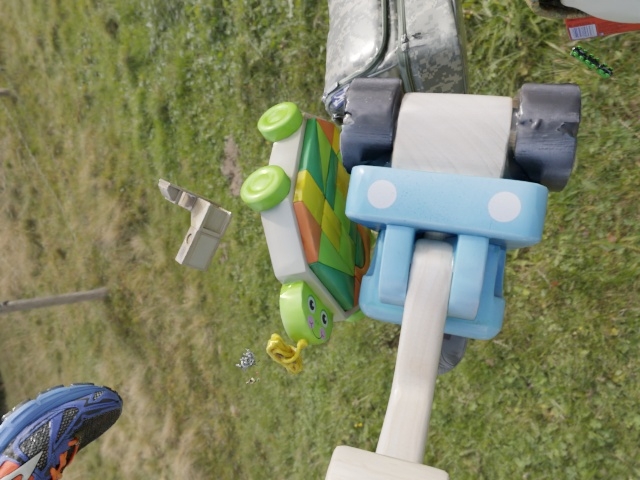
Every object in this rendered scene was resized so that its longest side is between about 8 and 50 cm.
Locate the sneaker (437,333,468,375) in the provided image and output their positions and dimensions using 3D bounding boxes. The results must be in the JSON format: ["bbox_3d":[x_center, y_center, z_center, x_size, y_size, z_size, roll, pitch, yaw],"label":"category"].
[{"bbox_3d":[0.199,0.112,0.759,0.083,0.118,0.221,21,129,7],"label":"sneaker"}]

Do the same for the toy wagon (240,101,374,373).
[{"bbox_3d":[0.000,0.000,0.617,0.068,0.267,0.344,-14,46,23],"label":"toy wagon"}]

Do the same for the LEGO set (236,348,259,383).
[{"bbox_3d":[-0.163,0.289,1.121,0.083,0.054,0.023,55,157,21],"label":"LEGO set"}]

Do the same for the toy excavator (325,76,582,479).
[{"bbox_3d":[0.115,0.055,0.495,0.223,0.433,0.444,7,90,14],"label":"toy excavator"}]

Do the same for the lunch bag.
[{"bbox_3d":[0.134,-0.368,0.904,0.256,0.212,0.304,-7,67,21],"label":"lunch bag"}]

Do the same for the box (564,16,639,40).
[{"bbox_3d":[0.484,-0.390,0.675,0.257,0.128,0.122,5,70,39],"label":"box"}]

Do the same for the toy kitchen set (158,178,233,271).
[{"bbox_3d":[-0.159,-0.020,0.545,0.083,0.068,0.075,25,90,48],"label":"toy kitchen set"}]

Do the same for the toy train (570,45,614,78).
[{"bbox_3d":[0.470,-0.309,0.840,0.083,0.023,0.017,33,96,-2],"label":"toy train"}]

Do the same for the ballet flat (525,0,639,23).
[{"bbox_3d":[0.345,-0.236,0.394,0.349,0.123,0.123,11,111,29],"label":"ballet flat"}]

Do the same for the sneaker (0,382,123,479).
[{"bbox_3d":[-0.234,0.197,0.361,0.087,0.221,0.083,31,128,14],"label":"sneaker"}]
